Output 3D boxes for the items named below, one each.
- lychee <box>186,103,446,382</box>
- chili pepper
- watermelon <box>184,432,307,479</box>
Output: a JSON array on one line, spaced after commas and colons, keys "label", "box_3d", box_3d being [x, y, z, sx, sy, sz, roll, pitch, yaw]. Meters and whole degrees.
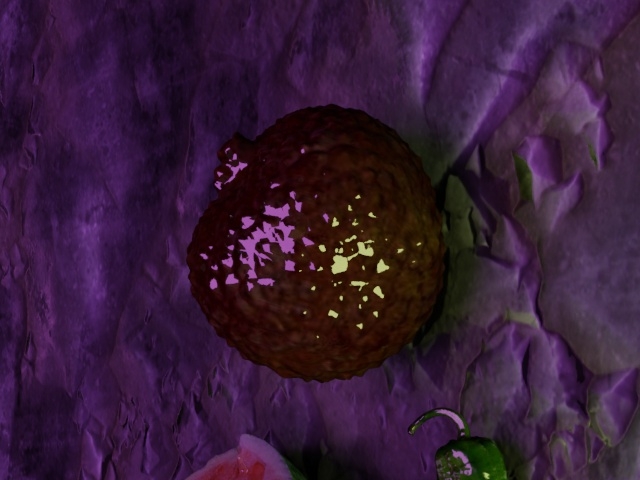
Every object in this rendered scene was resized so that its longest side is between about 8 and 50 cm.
[{"label": "lychee", "box_3d": [0.000, 0.000, 1.338, 0.261, 0.261, 0.260, -6, 82, 48]}, {"label": "chili pepper", "box_3d": [0.138, 0.281, 1.270, 0.100, 0.074, 0.257, -3, 85, 48]}, {"label": "watermelon", "box_3d": [-0.079, 0.322, 1.435, 0.305, 0.180, 0.224, -36, 75, 39]}]
